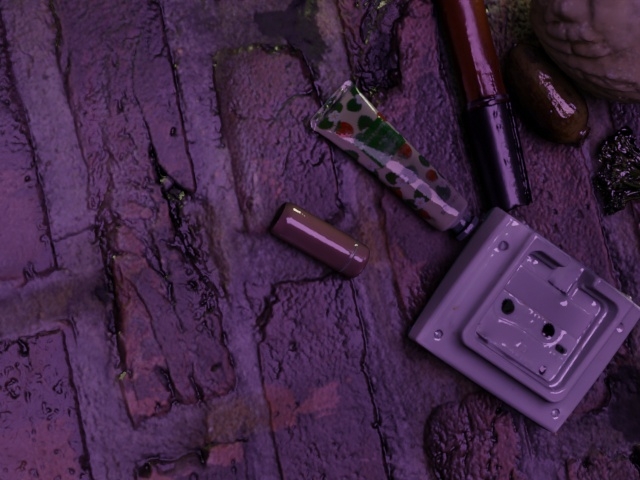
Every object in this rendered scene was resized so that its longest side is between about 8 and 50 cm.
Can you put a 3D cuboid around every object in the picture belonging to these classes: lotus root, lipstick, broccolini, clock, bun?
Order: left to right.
[{"bbox_3d":[0.229,-0.244,1.765,0.077,0.077,0.418,-12,87,-18],"label":"lipstick"},{"bbox_3d":[0.293,0.116,1.705,0.262,0.116,0.231,35,90,-11],"label":"clock"},{"bbox_3d":[0.330,-0.210,1.786,0.080,0.089,0.179,-36,88,-33],"label":"lotus root"},{"bbox_3d":[0.422,-0.361,1.742,0.349,0.227,0.352,-6,84,-62],"label":"bun"},{"bbox_3d":[0.534,-0.139,1.856,0.271,0.062,0.123,-21,106,-13],"label":"broccolini"}]

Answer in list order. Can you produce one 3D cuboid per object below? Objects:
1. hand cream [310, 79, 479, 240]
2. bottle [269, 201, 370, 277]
[{"bbox_3d":[0.111,-0.106,1.727,0.276,0.059,0.095,42,72,-5],"label":"hand cream"},{"bbox_3d":[0.000,0.000,1.680,0.140,0.053,0.053,30,77,-12],"label":"bottle"}]
